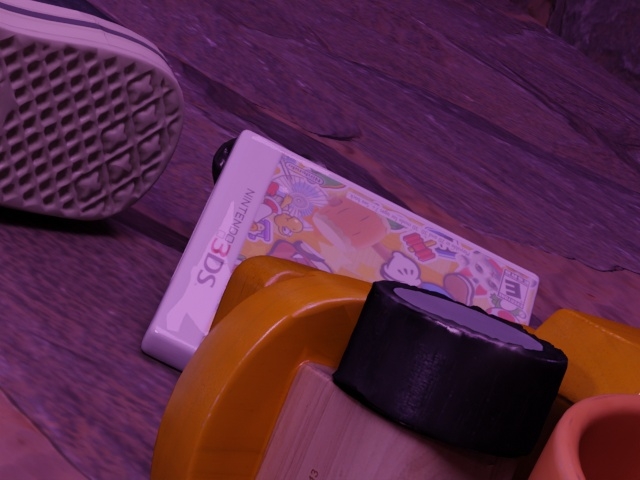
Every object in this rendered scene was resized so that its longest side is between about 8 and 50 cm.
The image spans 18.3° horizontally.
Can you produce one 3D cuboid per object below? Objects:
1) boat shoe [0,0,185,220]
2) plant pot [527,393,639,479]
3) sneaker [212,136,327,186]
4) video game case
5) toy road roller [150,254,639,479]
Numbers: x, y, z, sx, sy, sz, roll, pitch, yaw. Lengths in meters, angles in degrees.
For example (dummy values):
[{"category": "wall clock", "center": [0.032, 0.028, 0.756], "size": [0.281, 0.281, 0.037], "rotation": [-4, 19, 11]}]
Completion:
[{"category": "boat shoe", "center": [-0.288, -0.133, 1.197], "size": [0.156, 0.186, 0.500], "rotation": [37, 12, 36]}, {"category": "plant pot", "center": [0.171, 0.226, 0.779], "size": [0.291, 0.203, 0.291], "rotation": [26, 17, -9]}, {"category": "sneaker", "center": [0.000, 0.000, 1.377], "size": [0.234, 0.078, 0.106], "rotation": [36, -18, 37]}, {"category": "video game case", "center": [0.020, 0.045, 1.266], "size": [0.227, 0.026, 0.206], "rotation": [27, 43, -5]}, {"category": "toy road roller", "center": [0.069, 0.117, 0.983], "size": [0.330, 0.202, 0.240], "rotation": [16, 9, -35]}]
